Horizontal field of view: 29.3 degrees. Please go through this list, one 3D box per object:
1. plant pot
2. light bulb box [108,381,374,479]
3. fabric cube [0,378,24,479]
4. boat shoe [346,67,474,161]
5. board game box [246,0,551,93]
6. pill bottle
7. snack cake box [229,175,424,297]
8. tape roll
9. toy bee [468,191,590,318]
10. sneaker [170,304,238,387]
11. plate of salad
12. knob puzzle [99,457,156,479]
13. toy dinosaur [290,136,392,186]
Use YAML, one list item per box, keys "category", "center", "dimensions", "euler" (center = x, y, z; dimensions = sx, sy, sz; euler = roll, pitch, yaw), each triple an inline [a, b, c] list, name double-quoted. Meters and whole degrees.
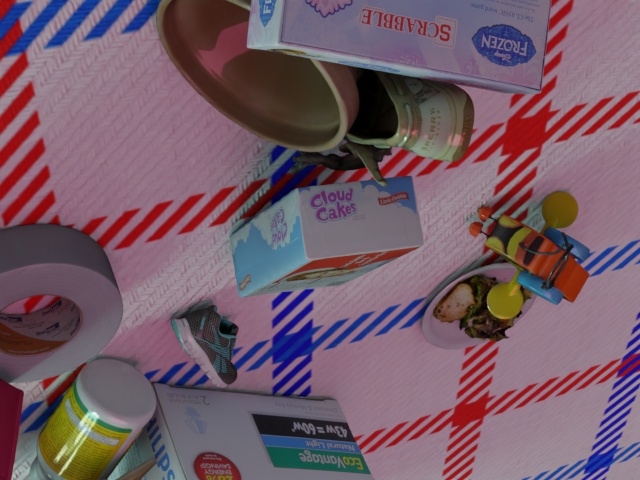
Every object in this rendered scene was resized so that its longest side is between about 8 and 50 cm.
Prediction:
- category: "plant pot"
  center: [-0.046, -0.211, 1.289]
  dimensions: [0.109, 0.237, 0.237]
  euler: [-55, 147, -22]
- category: "light bulb box"
  center: [-0.160, 0.426, 1.888]
  dimensions: [0.358, 0.225, 0.361]
  euler: [11, 127, -36]
- category: "fabric cube"
  center: [-0.536, 0.257, 1.423]
  dimensions: [0.254, 0.259, 0.258]
  euler: [-15, 145, 21]
- category: "boat shoe"
  center: [0.061, -0.155, 1.338]
  dimensions: [0.089, 0.285, 0.104]
  euler: [2, 103, -27]
- category: "board game box"
  center: [0.095, -0.320, 1.183]
  dimensions: [0.319, 0.066, 0.317]
  euler: [6, 92, -32]
- category: "pill bottle"
  center: [-0.325, 0.272, 1.713]
  dimensions: [0.118, 0.117, 0.208]
  euler: [11, 128, -37]
- category: "snack cake box"
  center: [0.000, 0.000, 1.510]
  dimensions: [0.152, 0.089, 0.264]
  euler: [-5, 170, -23]
- category: "tape roll"
  center: [-0.360, 0.081, 1.517]
  dimensions: [0.219, 0.072, 0.219]
  euler: [-14, 139, -13]
- category: "toy bee"
  center: [0.303, 0.004, 1.759]
  dimensions: [0.195, 0.162, 0.298]
  euler: [-51, 159, -19]
- category: "sneaker"
  center: [-0.143, 0.149, 1.721]
  dimensions: [0.076, 0.065, 0.166]
  euler: [-31, 142, 0]
- category: "plate of salad"
  center: [0.253, 0.110, 1.902]
  dimensions: [0.200, 0.048, 0.199]
  euler: [-15, 139, -14]
- category: "knob puzzle"
  center: [-0.336, 0.375, 1.679]
  dimensions: [0.213, 0.030, 0.213]
  euler: [-38, 170, -8]
- category: "toy dinosaur"
  center: [0.029, -0.109, 1.455]
  dimensions: [0.118, 0.268, 0.064]
  euler: [7, 104, 3]
